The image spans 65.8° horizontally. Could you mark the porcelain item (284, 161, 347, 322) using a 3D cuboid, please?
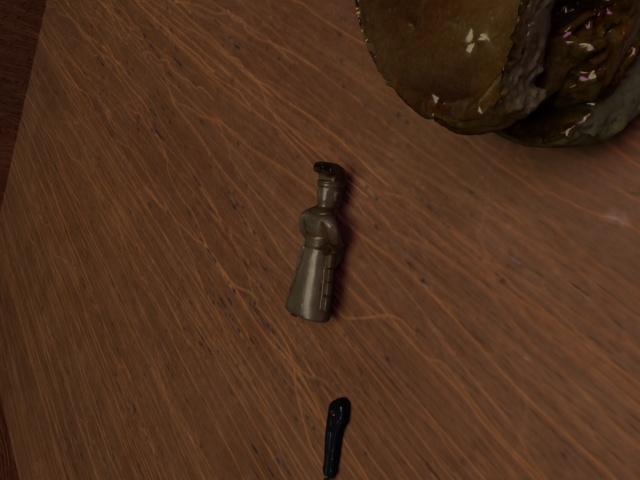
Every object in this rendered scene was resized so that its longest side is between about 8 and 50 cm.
[{"bbox_3d":[0.000,0.000,0.679,0.084,0.054,0.213,17,101,42],"label":"porcelain item"}]

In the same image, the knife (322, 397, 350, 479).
[{"bbox_3d":[0.019,0.272,0.672,0.031,0.018,0.121,11,97,47],"label":"knife"}]

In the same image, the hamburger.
[{"bbox_3d":[0.158,-0.253,0.412,0.277,0.195,0.317,46,132,48],"label":"hamburger"}]
